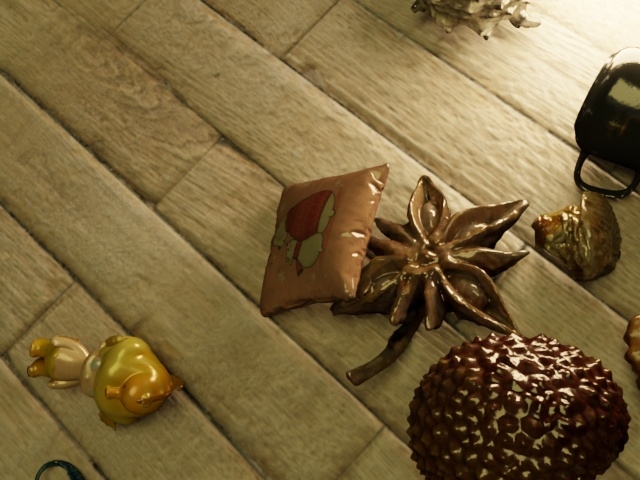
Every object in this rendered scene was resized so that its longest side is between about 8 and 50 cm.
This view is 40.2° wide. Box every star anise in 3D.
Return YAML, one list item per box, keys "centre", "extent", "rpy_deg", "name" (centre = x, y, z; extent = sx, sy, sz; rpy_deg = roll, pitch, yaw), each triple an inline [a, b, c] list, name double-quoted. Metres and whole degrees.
- centre: [0.163, 0.052, 1.297]
  extent: [0.292, 0.109, 0.349]
  rpy_deg: [-8, 55, 26]
  name: "star anise"

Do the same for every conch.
- centre: [0.246, -0.468, 1.460]
  extent: [0.241, 0.186, 0.313]
  rpy_deg: [-28, 85, 11]
  name: "conch"

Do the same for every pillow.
- centre: [0.000, 0.000, 1.336]
  extent: [0.223, 0.084, 0.236]
  rpy_deg: [-9, 61, 48]
  name: "pillow"

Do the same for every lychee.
- centre: [0.245, 0.237, 1.124]
  extent: [0.267, 0.267, 0.267]
  rpy_deg: [-4, 68, 11]
  name: "lychee"

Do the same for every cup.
- centre: [0.470, -0.161, 1.295]
  extent: [0.176, 0.169, 0.223]
  rpy_deg: [27, 112, 14]
  name: "cup"

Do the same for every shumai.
- centre: [0.369, -0.003, 1.279]
  extent: [0.116, 0.145, 0.145]
  rpy_deg: [-8, 66, 34]
  name: "shumai"

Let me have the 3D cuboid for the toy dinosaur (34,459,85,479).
- centre: [-0.295, 0.415, 1.244]
  extent: [0.363, 0.147, 0.076]
  rpy_deg: [34, 100, 54]
  name: "toy dinosaur"

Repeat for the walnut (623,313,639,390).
- centre: [0.496, 0.170, 1.194]
  extent: [0.143, 0.069, 0.170]
  rpy_deg: [-20, 65, 6]
  name: "walnut"

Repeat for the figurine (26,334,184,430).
- centre: [-0.333, 0.206, 1.343]
  extent: [0.246, 0.131, 0.156]
  rpy_deg: [15, 107, 17]
  name: "figurine"
